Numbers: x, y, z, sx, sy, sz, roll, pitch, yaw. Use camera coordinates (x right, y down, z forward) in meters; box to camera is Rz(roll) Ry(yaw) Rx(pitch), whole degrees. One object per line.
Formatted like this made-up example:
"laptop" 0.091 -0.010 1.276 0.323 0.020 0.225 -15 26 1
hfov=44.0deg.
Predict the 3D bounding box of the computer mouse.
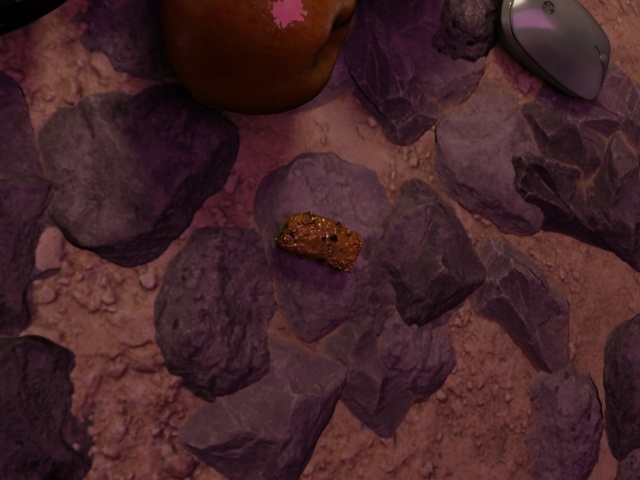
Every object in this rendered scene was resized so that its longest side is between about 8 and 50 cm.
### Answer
"computer mouse" 0.443 -0.376 1.446 0.288 0.097 0.160 25 76 -24

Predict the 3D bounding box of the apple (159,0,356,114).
"apple" -0.076 -0.298 1.081 0.264 0.264 0.265 0 89 -27

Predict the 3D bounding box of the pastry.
"pastry" 0.000 0.000 1.237 0.140 0.056 0.080 29 84 -31

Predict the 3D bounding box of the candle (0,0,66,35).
"candle" -0.452 -0.409 0.918 0.221 0.221 0.343 -36 104 -23
